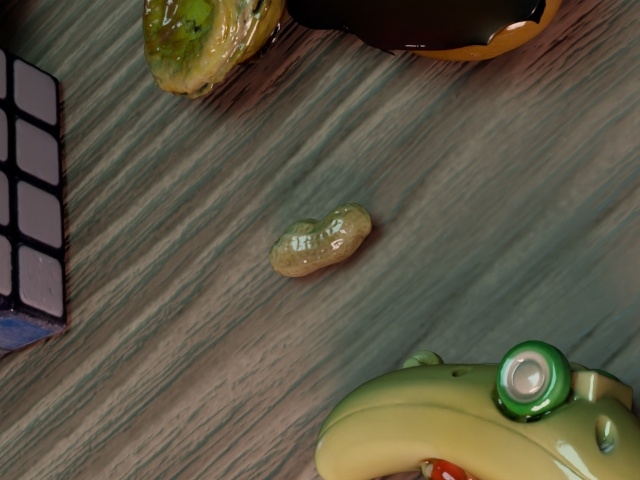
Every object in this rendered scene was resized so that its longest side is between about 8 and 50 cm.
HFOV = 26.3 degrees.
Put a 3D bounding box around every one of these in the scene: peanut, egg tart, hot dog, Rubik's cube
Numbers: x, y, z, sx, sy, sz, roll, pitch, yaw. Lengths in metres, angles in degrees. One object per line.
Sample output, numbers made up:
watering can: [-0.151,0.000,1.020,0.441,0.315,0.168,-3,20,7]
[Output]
peanut: [0.000,0.000,1.301,0.113,0.054,0.054,-25,59,24]
egg tart: [-0.103,-0.259,1.426,0.241,0.106,0.241,-28,55,49]
hot dog: [0.123,-0.259,1.272,0.326,0.107,0.194,27,107,45]
Rubik's cube: [-0.515,-0.044,1.508,0.344,0.337,0.344,-22,61,26]

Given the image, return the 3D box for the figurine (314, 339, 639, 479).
figurine: [0.128,0.198,1.092,0.324,0.124,0.222,-2,74,39]
